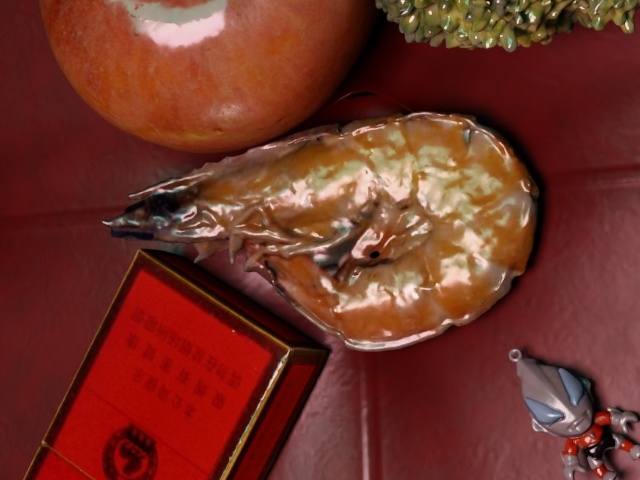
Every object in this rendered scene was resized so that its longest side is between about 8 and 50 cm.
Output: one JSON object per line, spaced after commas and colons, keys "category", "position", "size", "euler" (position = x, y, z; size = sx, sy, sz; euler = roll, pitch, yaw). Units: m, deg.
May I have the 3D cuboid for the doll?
{"category": "doll", "position": [0.164, 0.115, 1.307], "size": [0.114, 0.039, 0.057], "euler": [46, 111, 19]}

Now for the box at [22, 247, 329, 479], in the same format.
{"category": "box", "position": [-0.116, 0.146, 1.428], "size": [0.153, 0.074, 0.240], "euler": [31, 100, 22]}

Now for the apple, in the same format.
{"category": "apple", "position": [-0.071, -0.183, 1.356], "size": [0.253, 0.253, 0.253], "euler": [-2, 86, 27]}

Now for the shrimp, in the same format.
{"category": "shrimp", "position": [0.000, 0.000, 1.372], "size": [0.317, 0.062, 0.164], "euler": [-7, 78, 16]}

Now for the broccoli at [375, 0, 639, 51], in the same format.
{"category": "broccoli", "position": [0.160, -0.254, 1.239], "size": [0.260, 0.235, 0.288], "euler": [-4, 79, 57]}
